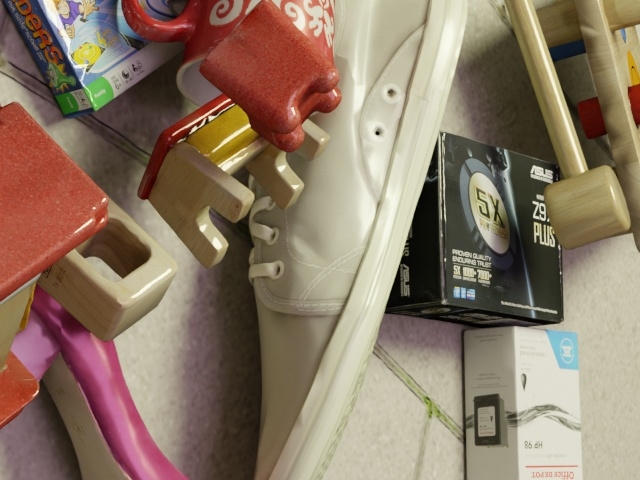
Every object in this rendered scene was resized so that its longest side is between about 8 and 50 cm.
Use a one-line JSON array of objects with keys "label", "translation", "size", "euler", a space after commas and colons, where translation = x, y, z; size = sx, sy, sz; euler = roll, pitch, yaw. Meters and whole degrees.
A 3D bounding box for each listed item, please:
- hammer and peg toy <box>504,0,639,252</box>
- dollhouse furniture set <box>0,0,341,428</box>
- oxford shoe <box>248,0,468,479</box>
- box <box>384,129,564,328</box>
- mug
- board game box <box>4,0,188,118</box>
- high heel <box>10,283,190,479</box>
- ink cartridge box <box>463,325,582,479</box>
[{"label": "hammer and peg toy", "translation": [0.277, -0.129, 1.305], "size": [0.361, 0.127, 0.266], "euler": [-34, 110, -69]}, {"label": "dollhouse furniture set", "translation": [-0.143, -0.046, 0.821], "size": [0.152, 0.201, 0.374], "euler": [42, 48, 9]}, {"label": "oxford shoe", "translation": [0.000, 0.000, 1.078], "size": [0.130, 0.169, 0.449], "euler": [15, 76, -2]}, {"label": "box", "translation": [0.131, -0.004, 1.245], "size": [0.180, 0.077, 0.147], "euler": [12, 74, -46]}, {"label": "mug", "translation": [-0.050, -0.189, 1.005], "size": [0.150, 0.113, 0.169], "euler": [25, 62, -45]}, {"label": "board game box", "translation": [-0.138, -0.192, 1.016], "size": [0.201, 0.035, 0.136], "euler": [-44, 116, -42]}, {"label": "high heel", "translation": [-0.127, 0.110, 0.948], "size": [0.244, 0.082, 0.117], "euler": [45, 57, -20]}, {"label": "ink cartridge box", "translation": [0.184, 0.170, 1.286], "size": [0.104, 0.060, 0.180], "euler": [8, 77, -47]}]
